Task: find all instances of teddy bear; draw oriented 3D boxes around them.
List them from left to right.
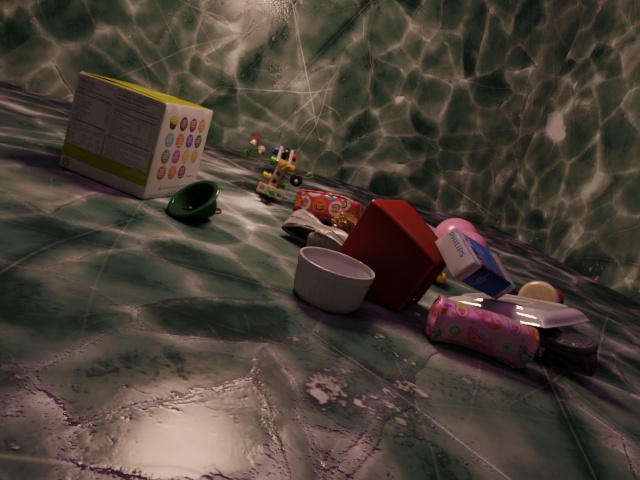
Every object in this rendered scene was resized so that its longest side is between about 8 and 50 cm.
[{"bbox_3d":[0.192,0.000,2.011,0.338,0.113,0.245,16,19,-45],"label":"teddy bear"}]

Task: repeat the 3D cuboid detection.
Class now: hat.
[{"bbox_3d":[-0.382,-0.083,1.700,0.173,0.184,0.208,20,54,35],"label":"hat"}]

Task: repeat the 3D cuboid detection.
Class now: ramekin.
[{"bbox_3d":[0.028,0.105,1.324,0.207,0.109,0.207,18,13,-4],"label":"ramekin"}]

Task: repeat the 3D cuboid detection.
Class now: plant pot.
[{"bbox_3d":[0.221,0.057,1.503,0.235,0.267,0.267,41,22,21],"label":"plant pot"}]

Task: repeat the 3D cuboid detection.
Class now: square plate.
[{"bbox_3d":[0.615,0.212,1.611,0.344,0.049,0.347,4,2,-44],"label":"square plate"}]

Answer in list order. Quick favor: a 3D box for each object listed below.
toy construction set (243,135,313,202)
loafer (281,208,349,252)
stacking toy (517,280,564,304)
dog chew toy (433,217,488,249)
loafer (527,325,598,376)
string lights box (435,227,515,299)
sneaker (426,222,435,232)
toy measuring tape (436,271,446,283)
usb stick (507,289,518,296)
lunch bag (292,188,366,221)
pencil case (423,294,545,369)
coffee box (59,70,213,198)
[{"bbox_3d":[-0.223,-0.313,2.273,0.309,0.257,0.237,51,13,-16],"label":"toy construction set"},{"bbox_3d":[0.000,0.000,1.749,0.319,0.112,0.111,29,53,34],"label":"loafer"},{"bbox_3d":[0.857,0.222,1.940,0.141,0.141,0.330,27,12,31],"label":"stacking toy"},{"bbox_3d":[0.627,0.040,2.214,0.206,0.207,0.332,12,23,-25],"label":"dog chew toy"},{"bbox_3d":[0.663,0.303,1.462,0.109,0.095,0.302,-10,6,-13],"label":"loafer"},{"bbox_3d":[0.456,0.071,1.490,0.259,0.076,0.133,25,35,-41],"label":"string lights box"},{"bbox_3d":[0.467,-0.079,2.651,0.161,0.102,0.282,2,21,-41],"label":"sneaker"},{"bbox_3d":[0.375,0.036,1.932,0.121,0.121,0.330,9,35,-34],"label":"toy measuring tape"},{"bbox_3d":[0.746,0.186,2.094,0.077,0.045,0.278,25,13,-5],"label":"usb stick"},{"bbox_3d":[0.046,-0.140,2.210,0.293,0.120,0.258,14,3,16],"label":"lunch bag"},{"bbox_3d":[0.414,0.237,1.308,0.284,0.124,0.124,19,14,0],"label":"pencil case"},{"bbox_3d":[-0.640,-0.368,1.812,0.338,0.335,0.337,21,14,10],"label":"coffee box"}]
